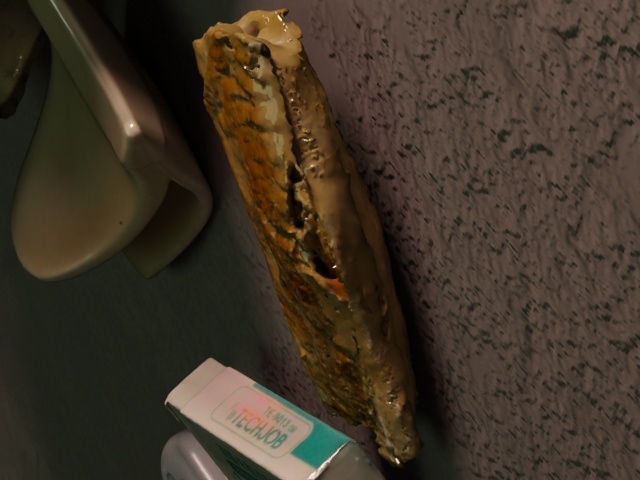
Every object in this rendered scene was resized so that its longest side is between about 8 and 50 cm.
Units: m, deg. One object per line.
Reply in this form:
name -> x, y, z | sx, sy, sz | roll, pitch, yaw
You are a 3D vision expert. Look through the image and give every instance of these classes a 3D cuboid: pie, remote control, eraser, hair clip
pie -> 0.000, 0.000, 1.107 | 0.128, 0.068, 0.282 | 27, 136, 64
remote control -> -0.053, 0.242, 1.436 | 0.244, 0.047, 0.087 | 52, 147, 33
eraser -> -0.021, 0.150, 1.252 | 0.095, 0.052, 0.225 | 54, 166, -24
hair clip -> -0.148, -0.062, 1.348 | 0.172, 0.113, 0.282 | 57, 148, 26

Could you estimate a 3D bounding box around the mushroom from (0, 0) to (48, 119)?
mushroom -> -0.332, -0.194, 1.422 | 0.352, 0.260, 0.352 | -60, 13, 24
